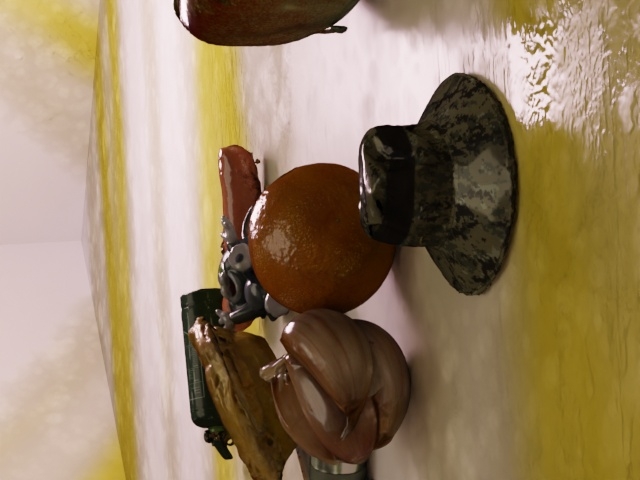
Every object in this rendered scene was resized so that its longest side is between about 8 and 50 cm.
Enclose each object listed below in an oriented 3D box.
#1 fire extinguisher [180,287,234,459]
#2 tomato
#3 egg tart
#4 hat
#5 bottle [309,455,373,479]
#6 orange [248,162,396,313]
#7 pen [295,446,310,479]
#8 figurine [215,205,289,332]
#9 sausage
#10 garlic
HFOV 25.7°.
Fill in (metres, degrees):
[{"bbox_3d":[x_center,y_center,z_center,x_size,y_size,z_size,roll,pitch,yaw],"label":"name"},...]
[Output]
[{"bbox_3d":[-0.201,0.251,2.621,0.114,0.095,0.311,44,-142,-73],"label":"fire extinguisher"},{"bbox_3d":[-0.056,-0.377,1.788,0.303,0.239,0.304,-171,90,-76],"label":"tomato"},{"bbox_3d":[-0.099,0.234,2.098,0.295,0.116,0.295,157,90,-86],"label":"egg tart"},{"bbox_3d":[0.103,-0.061,1.521,0.265,0.128,0.266,179,90,-76],"label":"hat"},{"bbox_3d":[0.032,0.248,1.897,0.096,0.079,0.254,12,107,32],"label":"bottle"},{"bbox_3d":[0.000,0.000,1.758,0.206,0.206,0.206,177,90,-73],"label":"orange"},{"bbox_3d":[-0.027,0.310,2.163,0.033,0.033,0.269,107,153,-49],"label":"pen"},{"bbox_3d":[-0.093,0.047,2.166,0.265,0.140,0.193,0,106,63],"label":"figurine"},{"bbox_3d":[-0.133,0.000,2.371,0.087,0.079,0.327,20,114,60],"label":"sausage"},{"bbox_3d":[0.035,0.169,1.727,0.191,0.160,0.214,50,146,21],"label":"garlic"}]
